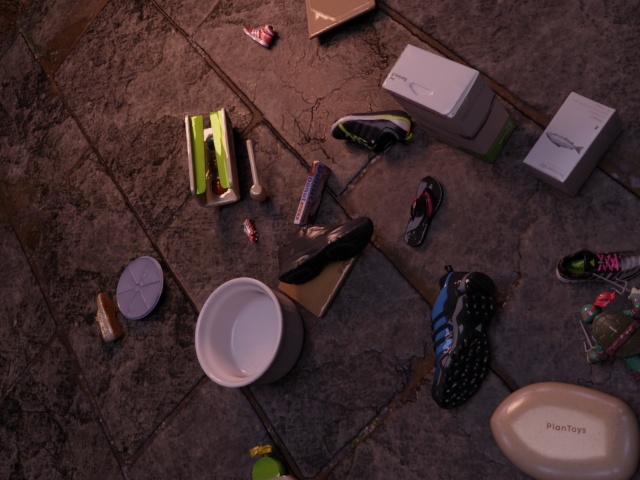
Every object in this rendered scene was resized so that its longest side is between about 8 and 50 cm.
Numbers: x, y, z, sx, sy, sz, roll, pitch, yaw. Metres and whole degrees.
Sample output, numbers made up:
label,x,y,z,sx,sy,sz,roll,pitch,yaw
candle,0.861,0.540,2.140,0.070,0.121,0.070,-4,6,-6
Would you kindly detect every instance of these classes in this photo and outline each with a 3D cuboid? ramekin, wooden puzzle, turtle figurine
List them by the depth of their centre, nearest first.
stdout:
label,x,y,z,sx,sy,sz,roll,pitch,yaw
turtle figurine,0.568,0.182,1.191,0.234,0.118,0.175,45,116,22
ramekin,-0.177,0.244,1.635,0.277,0.135,0.277,-11,69,30
wooden puzzle,0.056,-0.715,1.850,0.221,0.044,0.238,-17,62,28

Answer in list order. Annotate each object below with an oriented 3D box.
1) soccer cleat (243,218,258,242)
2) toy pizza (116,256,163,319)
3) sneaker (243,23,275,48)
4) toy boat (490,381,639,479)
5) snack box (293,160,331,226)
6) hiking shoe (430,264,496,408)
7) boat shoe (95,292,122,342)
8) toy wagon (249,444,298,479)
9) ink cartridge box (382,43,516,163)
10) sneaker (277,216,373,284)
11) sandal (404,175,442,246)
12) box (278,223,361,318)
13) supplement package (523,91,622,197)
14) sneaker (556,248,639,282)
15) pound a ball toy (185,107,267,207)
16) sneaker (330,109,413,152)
label,x,y,z,sx,sy,sz,roll,pitch,yaw
soccer cleat,-0.201,-0.024,1.802,0.036,0.029,0.083,-35,56,29
toy pizza,-0.558,0.149,1.972,0.201,0.032,0.201,-11,68,30
sneaker,-0.188,-0.655,1.983,0.118,0.042,0.067,40,102,27
toy boat,0.446,0.429,1.189,0.268,0.148,0.318,6,71,29
snack box,-0.021,-0.120,1.693,0.022,0.064,0.178,12,82,37
hiking shoe,0.296,0.212,1.381,0.132,0.113,0.303,12,88,65
boat shoe,-0.684,0.246,2.002,0.059,0.063,0.170,-34,60,13
toy wagon,-0.104,0.662,1.498,0.267,0.068,0.344,-21,64,25
ink cartridge box,0.294,-0.302,1.421,0.198,0.273,0.114,34,95,35
sneaker,0.000,0.000,1.596,0.286,0.109,0.130,-27,56,21
sandal,0.244,-0.073,1.522,0.067,0.040,0.179,15,83,35
box,-0.005,0.077,1.647,0.164,0.021,0.201,32,94,35
supplement package,0.534,-0.201,1.338,0.105,0.105,0.179,37,97,34
sneaker,0.555,0.050,1.264,0.171,0.075,0.063,-8,71,30
pound a ball toy,-0.274,-0.228,1.870,0.208,0.135,0.318,-11,67,2
sneaker,0.125,-0.275,1.636,0.235,0.084,0.097,-4,74,32
